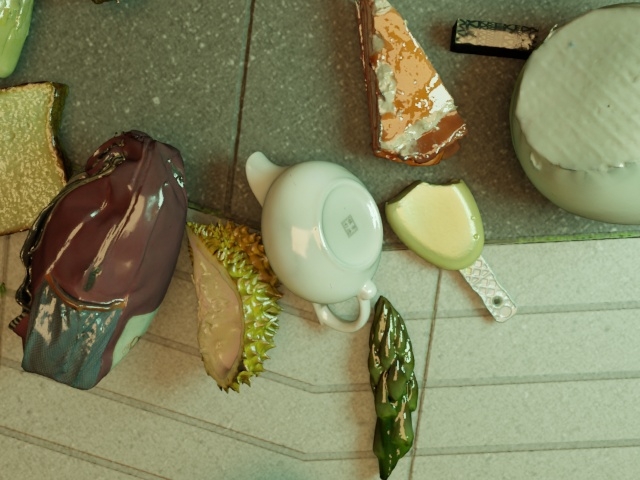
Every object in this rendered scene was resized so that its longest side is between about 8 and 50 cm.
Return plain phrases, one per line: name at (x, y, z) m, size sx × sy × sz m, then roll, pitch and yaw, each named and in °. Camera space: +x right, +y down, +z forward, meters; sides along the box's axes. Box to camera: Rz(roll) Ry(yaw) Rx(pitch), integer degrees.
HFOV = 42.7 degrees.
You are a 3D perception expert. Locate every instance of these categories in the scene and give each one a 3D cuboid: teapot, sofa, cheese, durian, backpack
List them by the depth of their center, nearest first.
backpack at (-0.288, 0.004, 1.098) m, size 0.197 × 0.283 × 0.317 m, roll 20°, pitch 106°, yaw -12°
teapot at (0.000, 0.000, 1.170) m, size 0.139 × 0.204 × 0.298 m, roll -13°, pitch 103°, yaw 41°
sofa at (0.249, -0.290, 1.182) m, size 0.118 × 0.060 × 0.039 m, roll 7°, pitch 91°, yaw 2°
durian at (-0.114, 0.094, 1.186) m, size 0.183 × 0.138 × 0.250 m, roll 9°, pitch 102°, yaw 42°
cheese at (0.212, 0.014, 1.225) m, size 0.127 × 0.050 × 0.255 m, roll -38°, pitch 96°, yaw 4°

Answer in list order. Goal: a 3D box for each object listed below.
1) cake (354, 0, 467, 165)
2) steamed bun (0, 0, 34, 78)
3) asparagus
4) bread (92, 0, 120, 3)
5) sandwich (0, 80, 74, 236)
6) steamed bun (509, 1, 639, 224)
cake at (0.099, -0.232, 1.173) m, size 0.135 × 0.098 × 0.287 m, roll -26°, pitch 96°, yaw 4°
steamed bun at (-0.549, -0.354, 1.141) m, size 0.273 × 0.166 × 0.232 m, roll 19°, pitch 98°, yaw -1°
asparagus at (0.111, 0.223, 1.239) m, size 0.080 × 0.080 × 0.287 m, roll -7°, pitch 95°, yaw 2°
bread at (-0.298, -0.409, 1.134) m, size 0.073 × 0.160 × 0.161 m, roll -10°, pitch 96°, yaw -3°
sandwich at (-0.449, -0.118, 1.217) m, size 0.186 × 0.065 × 0.215 m, roll -13°, pitch 97°, yaw 3°
steamed bun at (0.424, -0.153, 1.105) m, size 0.309 × 0.309 × 0.309 m, roll 0°, pitch 97°, yaw 1°
